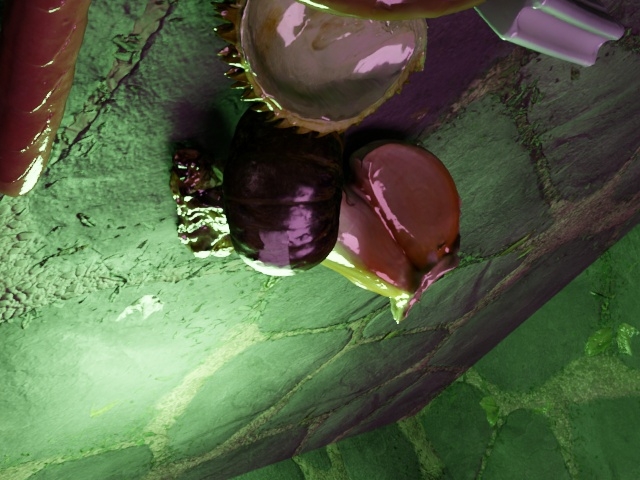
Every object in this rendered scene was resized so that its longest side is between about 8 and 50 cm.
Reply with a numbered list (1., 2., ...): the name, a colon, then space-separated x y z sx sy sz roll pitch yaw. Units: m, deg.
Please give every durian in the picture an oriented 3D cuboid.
1. durian: -0.003 -0.235 0.953 0.198 0.163 0.394 -13 158 25

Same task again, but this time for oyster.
1. oyster: -0.174 -0.046 1.292 0.129 0.078 0.345 -21 158 -4

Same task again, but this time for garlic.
1. garlic: 0.095 -0.035 1.445 0.286 0.249 0.313 -38 114 21

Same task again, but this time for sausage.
1. sausage: -0.297 -0.182 0.860 0.088 0.088 0.433 -14 150 -36

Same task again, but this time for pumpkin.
1. pumpkin: -0.063 -0.084 1.172 0.189 0.260 0.260 5 152 2

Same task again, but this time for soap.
1. soap: 0.311 -0.345 1.186 0.265 0.159 0.087 -2 143 -49

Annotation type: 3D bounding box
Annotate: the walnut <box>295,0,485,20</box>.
1. walnut: 0.069 -0.363 0.654 0.384 0.383 0.383 -26 155 -13
